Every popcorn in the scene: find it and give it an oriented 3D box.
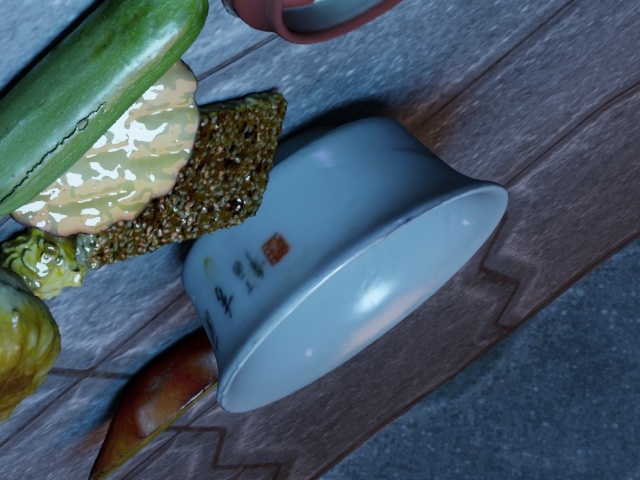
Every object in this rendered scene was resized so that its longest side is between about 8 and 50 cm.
[{"bbox_3d":[-0.230,0.016,1.566,0.082,0.057,0.083,-24,165,-21],"label":"popcorn"}]

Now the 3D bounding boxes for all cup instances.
[{"bbox_3d":[0.000,0.000,1.839,0.347,0.163,0.347,-34,165,-11],"label":"cup"}]

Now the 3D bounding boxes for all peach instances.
[{"bbox_3d":[-0.178,0.178,2.162,0.279,0.068,0.189,-38,173,-3],"label":"peach"}]

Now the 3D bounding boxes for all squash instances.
[{"bbox_3d":[-0.171,-0.102,1.318,0.239,0.069,0.069,-43,164,14],"label":"squash"}]

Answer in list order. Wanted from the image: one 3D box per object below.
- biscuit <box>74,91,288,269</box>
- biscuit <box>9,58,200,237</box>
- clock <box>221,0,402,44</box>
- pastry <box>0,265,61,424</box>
[{"bbox_3d":[-0.113,-0.053,1.595,0.231,0.025,0.131,-21,133,-50],"label":"biscuit"},{"bbox_3d":[-0.168,-0.069,1.425,0.183,0.061,0.118,-35,124,-8],"label":"biscuit"},{"bbox_3d":[0.055,-0.266,1.327,0.318,0.080,0.318,-39,166,-11],"label":"clock"},{"bbox_3d":[-0.324,0.102,1.482,0.236,0.121,0.257,-28,165,-30],"label":"pastry"}]
